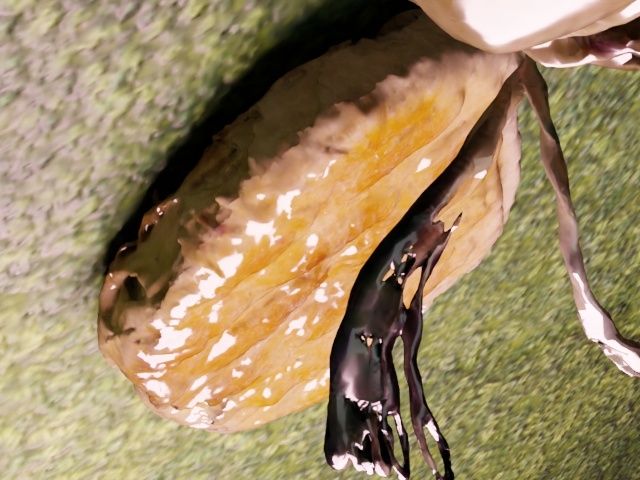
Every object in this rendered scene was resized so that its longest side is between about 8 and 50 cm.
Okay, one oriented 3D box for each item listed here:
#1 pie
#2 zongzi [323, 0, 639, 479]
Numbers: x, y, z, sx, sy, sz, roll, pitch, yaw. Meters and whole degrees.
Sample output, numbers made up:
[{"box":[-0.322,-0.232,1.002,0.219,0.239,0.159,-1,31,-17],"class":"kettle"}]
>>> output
[{"box":[0.000,0.000,0.666,0.195,0.046,0.195,-35,156,-18],"class":"pie"},{"box":[0.040,-0.174,0.296,0.447,0.181,0.418,-46,142,18],"class":"zongzi"}]
